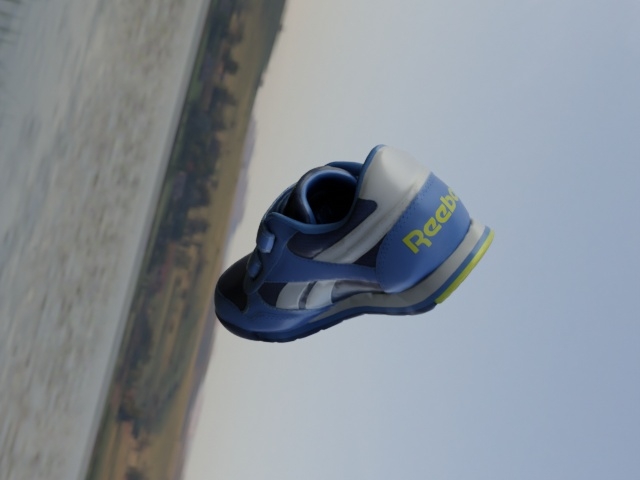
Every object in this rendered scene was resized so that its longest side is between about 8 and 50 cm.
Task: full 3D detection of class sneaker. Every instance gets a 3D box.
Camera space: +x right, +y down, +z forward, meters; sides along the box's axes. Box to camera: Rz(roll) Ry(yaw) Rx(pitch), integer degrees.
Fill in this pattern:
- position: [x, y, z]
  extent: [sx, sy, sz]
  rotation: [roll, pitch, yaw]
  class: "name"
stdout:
- position: [0.000, 0.000, 0.454]
  extent: [0.144, 0.059, 0.053]
  rotation: [-20, -151, 48]
  class: "sneaker"
